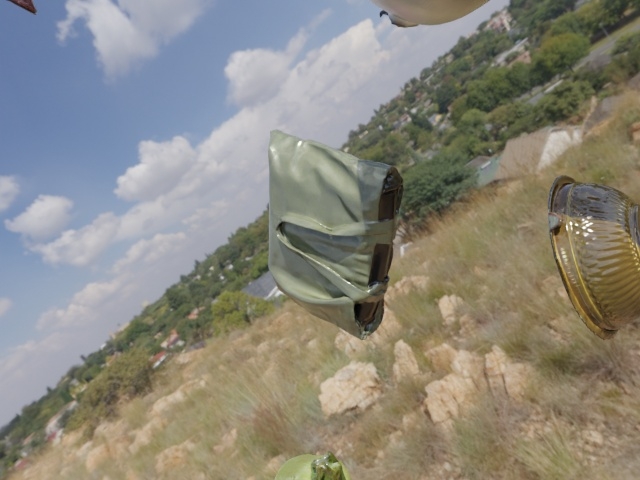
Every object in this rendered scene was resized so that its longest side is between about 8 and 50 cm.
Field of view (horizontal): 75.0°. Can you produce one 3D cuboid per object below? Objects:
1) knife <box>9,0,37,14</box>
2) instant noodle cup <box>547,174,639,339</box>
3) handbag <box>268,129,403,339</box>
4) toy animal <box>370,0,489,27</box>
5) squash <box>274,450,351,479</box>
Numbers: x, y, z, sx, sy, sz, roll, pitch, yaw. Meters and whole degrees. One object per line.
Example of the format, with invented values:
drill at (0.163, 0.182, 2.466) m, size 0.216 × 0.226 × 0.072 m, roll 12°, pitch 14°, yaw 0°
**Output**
knife at (-0.499, -0.332, 0.489) m, size 0.123 × 0.278 × 0.053 m, roll -130°, pitch 49°, yaw -62°
instant noodle cup at (0.457, 0.014, 0.641) m, size 0.091 × 0.274 × 0.274 m, roll -20°, pitch 21°, yaw 48°
handbag at (0.003, -0.002, 0.684) m, size 0.253 × 0.315 × 0.109 m, roll 25°, pitch 32°, yaw 37°
toy animal at (0.137, -0.298, 0.319) m, size 0.251 × 0.251 × 0.310 m, roll -42°, pitch 21°, yaw -9°
squash at (-0.005, 0.277, 0.474) m, size 0.094 × 0.094 × 0.224 m, roll -45°, pitch -19°, yaw -31°
